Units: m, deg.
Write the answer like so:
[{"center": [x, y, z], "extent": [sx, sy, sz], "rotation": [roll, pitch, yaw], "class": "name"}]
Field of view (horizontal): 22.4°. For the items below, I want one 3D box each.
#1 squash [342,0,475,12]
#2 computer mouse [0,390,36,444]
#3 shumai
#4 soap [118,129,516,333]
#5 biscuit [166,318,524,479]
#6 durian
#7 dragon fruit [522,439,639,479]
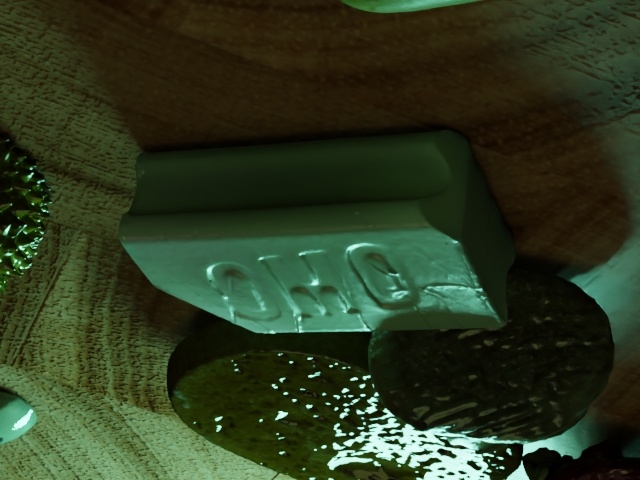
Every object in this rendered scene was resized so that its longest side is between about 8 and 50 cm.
[{"center": [0.078, -0.197, 0.993], "extent": [0.137, 0.137, 0.287], "rotation": [33, 155, -30], "class": "squash"}, {"center": [-0.418, 0.201, 1.841], "extent": [0.182, 0.056, 0.089], "rotation": [10, 144, 5], "class": "computer mouse"}, {"center": [0.151, 0.107, 1.429], "extent": [0.210, 0.161, 0.153], "rotation": [-14, 167, 4], "class": "shumai"}, {"center": [0.000, 0.000, 1.330], "extent": [0.290, 0.095, 0.173], "rotation": [-2, 145, 23], "class": "soap"}, {"center": [0.034, 0.164, 1.618], "extent": [0.367, 0.063, 0.314], "rotation": [27, 142, -24], "class": "biscuit"}, {"center": [-0.355, -0.018, 1.383], "extent": [0.237, 0.137, 0.193], "rotation": [25, 147, -20], "class": "durian"}, {"center": [0.282, 0.293, 1.680], "extent": [0.317, 0.152, 0.205], "rotation": [-4, 110, -5], "class": "dragon fruit"}]
